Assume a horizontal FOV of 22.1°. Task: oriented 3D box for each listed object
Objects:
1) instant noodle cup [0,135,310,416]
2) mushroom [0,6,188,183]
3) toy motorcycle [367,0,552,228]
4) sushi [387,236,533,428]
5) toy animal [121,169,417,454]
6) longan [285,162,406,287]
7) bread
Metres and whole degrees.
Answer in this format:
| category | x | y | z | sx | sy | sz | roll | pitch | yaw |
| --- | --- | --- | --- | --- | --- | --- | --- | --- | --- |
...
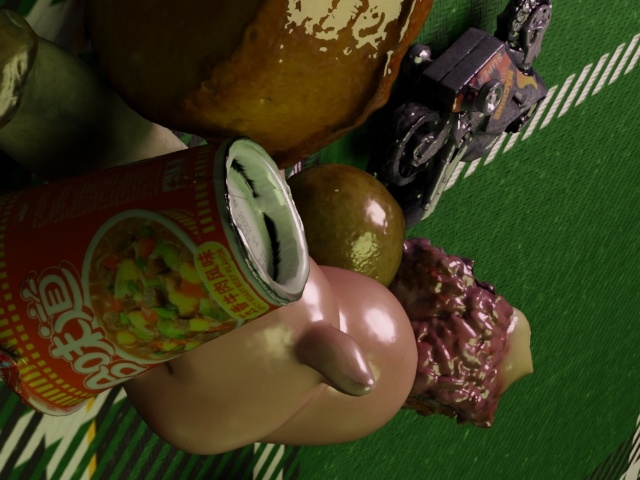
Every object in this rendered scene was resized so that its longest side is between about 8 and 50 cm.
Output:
| category | x | y | z | sx | sy | sz | roll | pitch | yaw |
| --- | --- | --- | --- | --- | --- | --- | --- | --- | --- |
| instant noodle cup | -0.131 | 0.016 | 1.222 | 0.193 | 0.212 | 0.193 | 52 | 27 | -42 |
| mushroom | -0.202 | -0.091 | 1.299 | 0.100 | 0.081 | 0.312 | -54 | 153 | -1 |
| toy motorcycle | 0.160 | -0.146 | 1.783 | 0.307 | 0.108 | 0.173 | -45 | 151 | -24 |
| sushi | 0.118 | 0.104 | 1.781 | 0.270 | 0.236 | 0.171 | 47 | 60 | -68 |
| toy animal | -0.044 | 0.091 | 1.447 | 0.326 | 0.237 | 0.269 | -2 | 147 | -36 |
| longan | 0.000 | 0.000 | 1.630 | 0.145 | 0.176 | 0.155 | -103 | -175 | -73 |
| bread | -0.048 | -0.206 | 1.256 | 0.172 | 0.312 | 0.312 | 8 | 107 | -41 |
